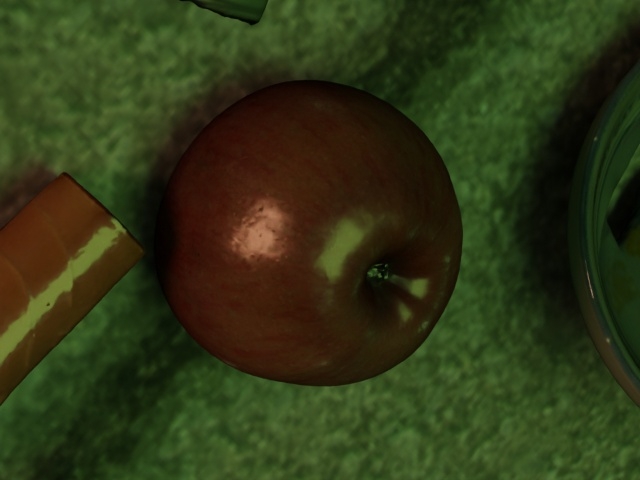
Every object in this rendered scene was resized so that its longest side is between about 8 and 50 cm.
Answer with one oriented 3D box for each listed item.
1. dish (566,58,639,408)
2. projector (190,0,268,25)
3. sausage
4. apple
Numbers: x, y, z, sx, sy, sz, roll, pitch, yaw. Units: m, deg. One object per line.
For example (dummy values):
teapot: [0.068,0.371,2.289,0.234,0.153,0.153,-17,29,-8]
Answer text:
dish: [0.255,0.004,1.159,0.273,0.134,0.273,2,83,-15]
projector: [-0.023,-0.267,0.839,0.108,0.108,0.338,10,103,-39]
sausage: [-0.158,0.047,0.907,0.169,0.065,0.065,-48,130,-10]
apple: [0.000,0.000,0.964,0.153,0.120,0.153,-16,118,-32]
